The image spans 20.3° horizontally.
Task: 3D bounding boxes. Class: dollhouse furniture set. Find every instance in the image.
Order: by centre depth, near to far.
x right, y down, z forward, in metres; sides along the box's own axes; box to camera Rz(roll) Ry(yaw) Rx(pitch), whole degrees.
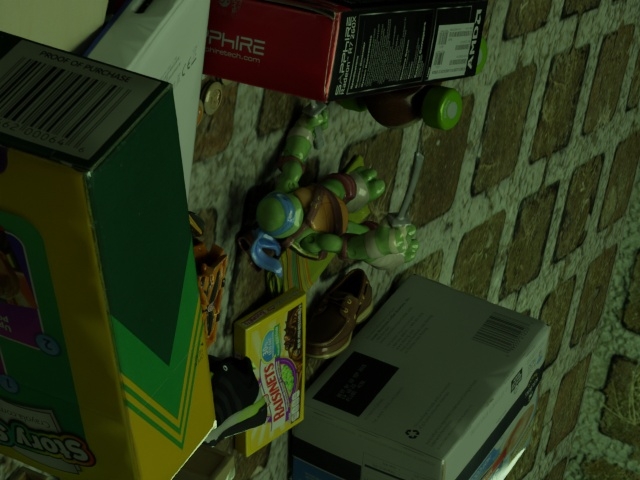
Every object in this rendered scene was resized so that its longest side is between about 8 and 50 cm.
[{"bbox_3d":[-0.203,0.271,1.794,0.161,0.182,0.101,-49,149,-42],"label":"dollhouse furniture set"}]

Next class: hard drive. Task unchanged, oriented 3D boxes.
[{"bbox_3d":[-0.159,-0.078,1.554,0.210,0.040,0.318,-62,167,-46],"label":"hard drive"}]

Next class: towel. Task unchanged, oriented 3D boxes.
[{"bbox_3d":[0.000,0.000,2.251,0.237,0.021,0.102,-52,152,-38],"label":"towel"}]

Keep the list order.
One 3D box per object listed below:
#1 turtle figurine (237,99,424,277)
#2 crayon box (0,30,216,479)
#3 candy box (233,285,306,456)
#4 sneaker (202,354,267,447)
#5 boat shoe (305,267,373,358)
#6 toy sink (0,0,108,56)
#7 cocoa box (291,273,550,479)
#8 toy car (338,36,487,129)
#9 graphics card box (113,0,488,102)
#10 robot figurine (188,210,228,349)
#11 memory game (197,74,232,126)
[{"bbox_3d":[0.047,-0.064,2.082,0.274,0.198,0.266,-68,158,3],"label":"turtle figurine"},{"bbox_3d":[-0.260,-0.005,1.217,0.106,0.363,0.313,-52,151,-38],"label":"crayon box"},{"bbox_3d":[-0.062,0.163,2.201,0.105,0.027,0.206,-29,135,-34],"label":"candy box"},{"bbox_3d":[-0.141,0.180,2.034,0.235,0.084,0.097,-14,96,-65],"label":"sneaker"},{"bbox_3d":[0.018,0.094,2.319,0.178,0.064,0.060,-49,144,-54],"label":"boat shoe"},{"bbox_3d":[-0.263,-0.177,1.381,0.153,0.131,0.234,-27,137,-59],"label":"toy sink"},{"bbox_3d":[0.138,0.254,2.485,0.347,0.231,0.228,-45,147,-46],"label":"cocoa box"},{"bbox_3d":[0.080,-0.233,2.108,0.188,0.155,0.149,46,64,-51],"label":"toy car"},{"bbox_3d":[-0.010,-0.213,1.758,0.371,0.233,0.094,-21,122,-62],"label":"graphics card box"},{"bbox_3d":[-0.186,0.083,1.812,0.291,0.085,0.211,-31,136,-57],"label":"robot figurine"},{"bbox_3d":[-0.122,-0.199,1.833,0.186,0.012,0.186,-47,147,-44],"label":"memory game"}]
